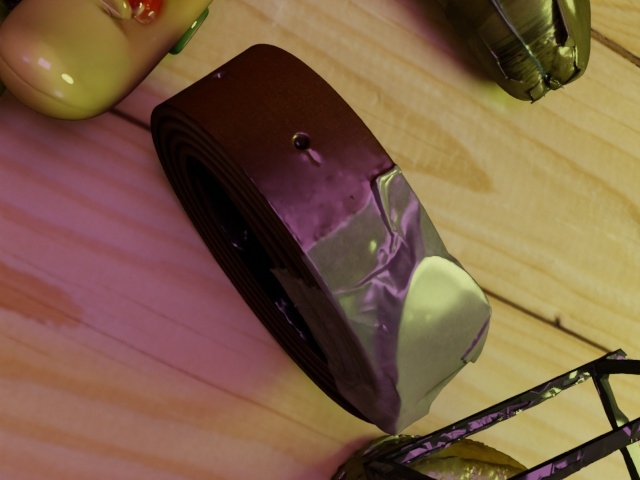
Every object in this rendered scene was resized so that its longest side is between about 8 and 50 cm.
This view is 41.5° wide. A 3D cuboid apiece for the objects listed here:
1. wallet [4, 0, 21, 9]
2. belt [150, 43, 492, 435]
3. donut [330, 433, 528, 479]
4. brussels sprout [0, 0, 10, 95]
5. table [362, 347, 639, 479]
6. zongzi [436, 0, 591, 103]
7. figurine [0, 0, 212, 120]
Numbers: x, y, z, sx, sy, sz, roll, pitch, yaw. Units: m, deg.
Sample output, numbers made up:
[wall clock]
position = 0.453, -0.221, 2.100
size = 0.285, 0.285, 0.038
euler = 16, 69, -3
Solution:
[wallet]
position = -0.360, -0.275, 0.733
size = 0.255, 0.031, 0.137
euler = 3, 80, -21
[belt]
position = 0.000, 0.000, 0.726
size = 0.122, 0.217, 0.339
euler = -38, 97, -23
[donut]
position = 0.125, 0.303, 0.785
size = 0.271, 0.107, 0.272
euler = 4, 78, -19
[brussels sprout]
position = -0.320, -0.154, 0.682
size = 0.155, 0.117, 0.155
euler = 0, 89, -2
[table]
position = 0.241, 0.291, 0.655
size = 0.272, 0.222, 0.335
euler = -20, 89, -15
[zongzi]
position = 0.248, -0.301, 0.866
size = 0.251, 0.274, 0.125
euler = 49, 26, -13
[figurine]
position = -0.144, -0.222, 0.686
size = 0.124, 0.222, 0.325
euler = 39, 46, -14
